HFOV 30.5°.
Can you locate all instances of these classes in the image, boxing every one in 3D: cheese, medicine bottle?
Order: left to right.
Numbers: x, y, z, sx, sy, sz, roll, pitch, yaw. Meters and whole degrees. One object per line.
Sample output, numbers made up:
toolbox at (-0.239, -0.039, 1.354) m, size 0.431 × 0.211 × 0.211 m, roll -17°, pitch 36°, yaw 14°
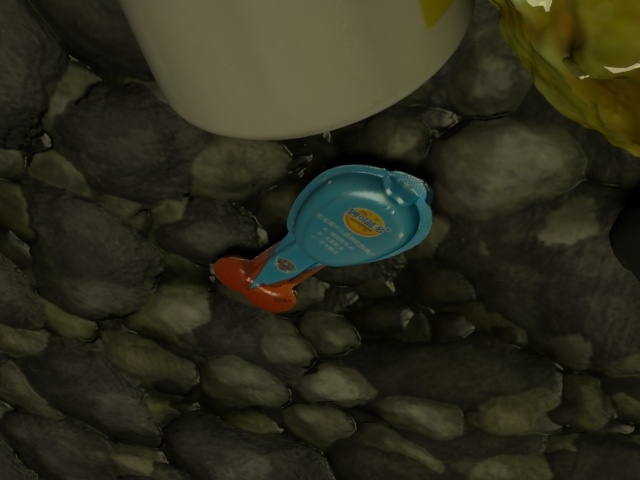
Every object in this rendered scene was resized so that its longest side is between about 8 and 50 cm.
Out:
medicine bottle at (-0.048, -0.241, 0.626) m, size 0.208 × 0.208 × 0.339 m, roll -1°, pitch 136°, yaw 21°
cheese at (0.000, 0.000, 1.014) m, size 0.106 × 0.037 × 0.256 m, roll 38°, pitch 137°, yaw -20°

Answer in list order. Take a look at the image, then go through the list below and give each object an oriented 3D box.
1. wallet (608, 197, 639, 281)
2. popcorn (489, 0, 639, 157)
wallet at (0.403, -0.058, 0.779) m, size 0.228 × 0.062 × 0.406 m, roll 27°, pitch 139°, yaw -11°
popcorn at (0.211, -0.163, 0.597) m, size 0.282 × 0.247 × 0.282 m, roll 11°, pitch 122°, yaw 18°
